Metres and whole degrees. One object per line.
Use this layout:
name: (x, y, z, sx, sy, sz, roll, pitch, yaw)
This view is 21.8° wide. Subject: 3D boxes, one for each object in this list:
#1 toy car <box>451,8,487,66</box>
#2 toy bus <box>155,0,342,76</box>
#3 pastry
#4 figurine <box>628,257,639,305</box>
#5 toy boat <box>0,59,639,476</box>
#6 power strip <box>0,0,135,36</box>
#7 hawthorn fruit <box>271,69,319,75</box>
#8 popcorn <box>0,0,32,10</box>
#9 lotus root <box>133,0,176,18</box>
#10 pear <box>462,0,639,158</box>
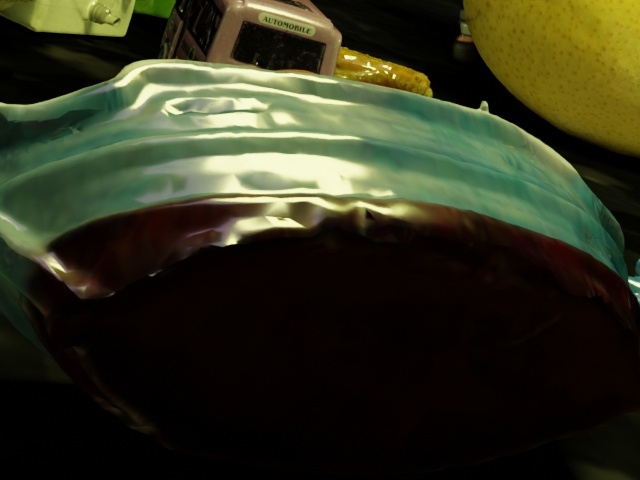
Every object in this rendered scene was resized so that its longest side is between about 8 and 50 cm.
toy car: (0.239, -0.268, 1.647, 0.212, 0.181, 0.270, 3, 14, 4)
toy bus: (-0.045, -0.119, 1.025, 0.086, 0.098, 0.178, 13, 15, -16)
pastry: (0.021, -0.102, 1.120, 0.109, 0.057, 0.097, 22, 14, 10)
figurine: (0.289, 0.021, 0.866, 0.262, 0.121, 0.164, 23, 19, 26)
toy boat: (0.000, 0.000, 0.581, 0.309, 0.129, 0.142, 9, 31, -35)
power strip: (-0.285, -0.220, 1.221, 0.367, 0.043, 0.106, 25, 17, 28)
hawthorn fruit: (-0.030, -0.043, 0.815, 0.081, 0.081, 0.093, 28, 29, 34)
popcorn: (-0.241, -0.243, 1.030, 0.259, 0.212, 0.259, 22, 35, -17)
lotus root: (-0.157, -0.280, 1.345, 0.186, 0.186, 0.186, 17, 15, -5)
pear: (0.283, -0.213, 1.365, 0.314, 0.314, 0.314, 17, 15, -5)
